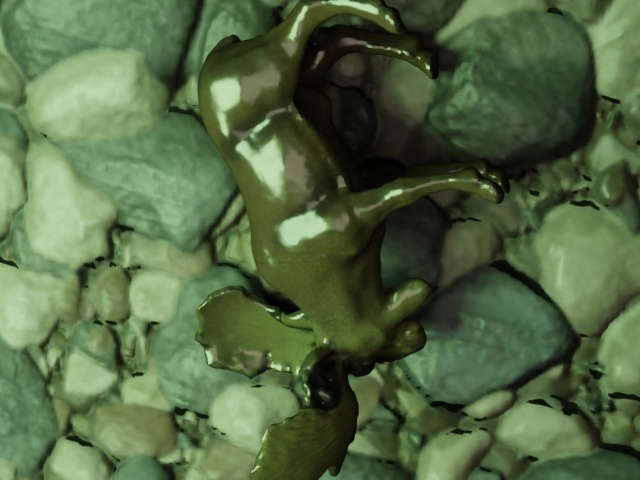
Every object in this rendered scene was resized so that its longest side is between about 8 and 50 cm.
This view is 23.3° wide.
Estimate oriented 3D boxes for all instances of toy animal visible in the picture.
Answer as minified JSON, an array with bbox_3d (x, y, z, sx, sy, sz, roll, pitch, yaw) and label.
[{"bbox_3d":[0.000,0.000,0.751,0.186,0.094,0.214,-28,95,13],"label":"toy animal"}]
